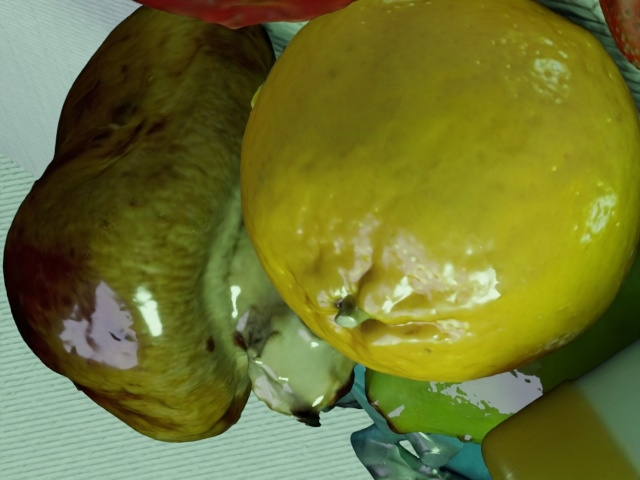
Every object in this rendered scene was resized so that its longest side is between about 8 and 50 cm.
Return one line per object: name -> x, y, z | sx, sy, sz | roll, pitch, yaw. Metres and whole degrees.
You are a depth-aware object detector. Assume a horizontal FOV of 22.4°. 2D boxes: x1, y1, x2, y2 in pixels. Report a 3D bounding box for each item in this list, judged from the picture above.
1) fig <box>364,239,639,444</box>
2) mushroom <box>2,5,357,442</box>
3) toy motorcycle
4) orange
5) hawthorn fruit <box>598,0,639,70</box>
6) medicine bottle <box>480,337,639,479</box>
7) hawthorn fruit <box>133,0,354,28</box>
fig -> 0.135, 0.058, 1.010 | 0.203, 0.225, 0.203 | 52, -174, -7
mushroom -> -0.075, 0.003, 1.150 | 0.260, 0.345, 0.345 | 8, 166, 7
toy motorcycle -> 0.149, 0.162, 1.575 | 0.416, 0.172, 0.232 | 21, 156, -6
orange -> 0.062, -0.030, 0.841 | 0.219, 0.219, 0.193 | 33, -149, 6
hawthorn fruit -> 0.145, -0.103, 0.602 | 0.093, 0.093, 0.093 | 33, 170, 6
medicine bottle -> 0.238, 0.141, 0.819 | 0.238, 0.232, 0.238 | 57, -177, -5
hawthorn fruit -> -0.032, -0.158, 0.462 | 0.230, 0.210, 0.266 | 23, 139, -22
